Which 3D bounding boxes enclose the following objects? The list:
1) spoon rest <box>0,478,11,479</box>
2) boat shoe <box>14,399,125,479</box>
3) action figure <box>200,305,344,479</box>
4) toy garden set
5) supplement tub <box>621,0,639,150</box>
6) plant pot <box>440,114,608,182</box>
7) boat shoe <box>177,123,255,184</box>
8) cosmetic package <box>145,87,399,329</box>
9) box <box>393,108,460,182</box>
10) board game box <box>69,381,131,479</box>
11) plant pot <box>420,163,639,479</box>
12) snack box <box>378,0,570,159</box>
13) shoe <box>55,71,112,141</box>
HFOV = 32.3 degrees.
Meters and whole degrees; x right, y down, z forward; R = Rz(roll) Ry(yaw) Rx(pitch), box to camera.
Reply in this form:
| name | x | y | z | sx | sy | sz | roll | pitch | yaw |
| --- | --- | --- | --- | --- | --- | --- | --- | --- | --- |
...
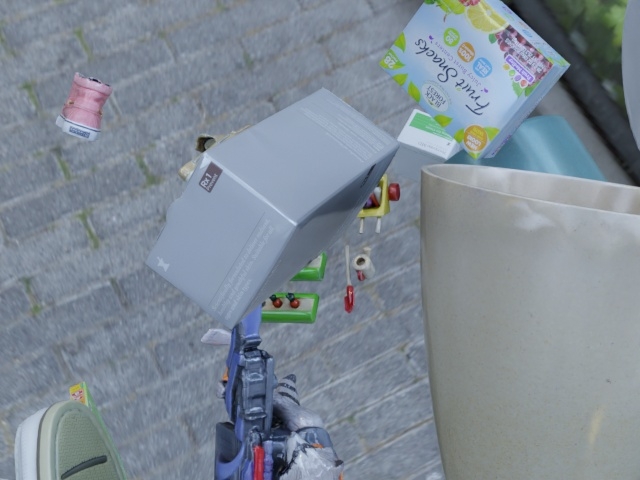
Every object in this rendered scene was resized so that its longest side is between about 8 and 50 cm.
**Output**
| name | x | y | z | sx | sy | sz | roll | pitch | yaw |
| --- | --- | --- | --- | --- | --- | --- | --- | --- | --- |
| spoon rest | -0.422 | 0.420 | 1.621 | 0.137 | 0.276 | 0.084 | -31 | 47 | 27 |
| boat shoe | -0.222 | 0.288 | 0.952 | 0.103 | 0.113 | 0.302 | -7 | 97 | 24 |
| action figure | -0.057 | 0.217 | 1.404 | 0.178 | 0.330 | 0.341 | -1 | 108 | -22 |
| toy garden set | 0.000 | 0.000 | 1.599 | 0.204 | 0.049 | 0.244 | 0 | 60 | 21 |
| supplement tub | 0.516 | -0.197 | 1.186 | 0.331 | 0.241 | 0.241 | -6 | 75 | 0 |
| plant pot | 0.336 | 0.012 | 1.689 | 0.341 | 0.341 | 0.334 | -21 | 74 | -13 |
| boat shoe | -0.132 | -0.120 | 1.471 | 0.072 | 0.068 | 0.190 | 36 | 30 | -2 |
| cosmetic package | -0.035 | -0.036 | 0.966 | 0.107 | 0.127 | 0.238 | 36 | 33 | 6 |
| box | 0.196 | -0.165 | 2.009 | 0.101 | 0.102 | 0.087 | 22 | 60 | 14 |
| board game box | -0.348 | 0.369 | 1.819 | 0.039 | 0.124 | 0.259 | -24 | 116 | -5 |
| plant pot | 0.187 | 0.094 | 0.871 | 0.256 | 0.256 | 0.274 | 6 | 100 | -6 |
| snack box | 0.210 | -0.244 | 1.534 | 0.207 | 0.174 | 0.070 | 49 | 30 | 18 |
| shoe | -0.323 | -0.185 | 1.528 | 0.063 | 0.178 | 0.081 | 20 | 94 | -15 |
